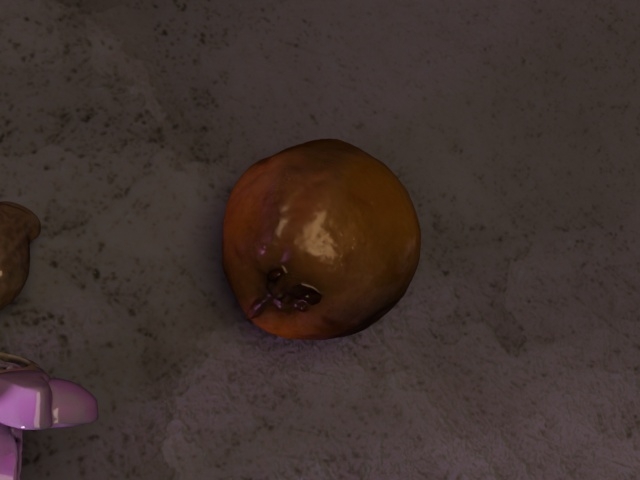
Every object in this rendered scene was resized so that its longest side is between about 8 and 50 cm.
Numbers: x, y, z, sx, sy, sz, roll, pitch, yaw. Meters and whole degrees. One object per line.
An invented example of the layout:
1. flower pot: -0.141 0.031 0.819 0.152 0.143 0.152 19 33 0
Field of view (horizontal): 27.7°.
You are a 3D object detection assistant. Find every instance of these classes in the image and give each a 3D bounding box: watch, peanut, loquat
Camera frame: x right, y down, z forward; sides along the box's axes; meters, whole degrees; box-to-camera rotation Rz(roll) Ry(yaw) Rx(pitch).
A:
1. watch: -0.327 0.221 1.228 0.211 0.248 0.217 3 94 -17
2. peanut: -0.379 0.047 1.350 0.228 0.085 0.104 -41 89 -26
3. loquat: 0.000 0.000 1.446 0.238 0.193 0.238 19 61 -38
